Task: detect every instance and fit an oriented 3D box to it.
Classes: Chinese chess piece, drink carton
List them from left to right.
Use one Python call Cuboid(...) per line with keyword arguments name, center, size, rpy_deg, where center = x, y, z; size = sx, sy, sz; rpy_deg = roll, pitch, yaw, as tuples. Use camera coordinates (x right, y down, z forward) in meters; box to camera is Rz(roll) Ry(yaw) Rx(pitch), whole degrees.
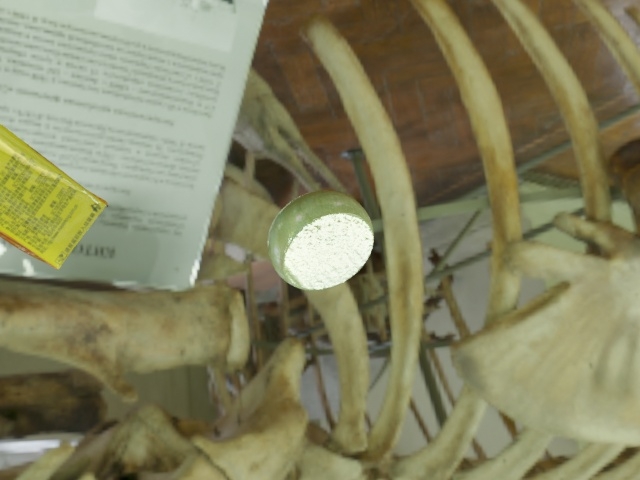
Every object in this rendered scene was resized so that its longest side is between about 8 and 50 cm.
Cuboid(name="drink carton", center=(-0.438, -0.111, 1.124), size=(0.155, 0.111, 0.351), rpy_deg=(19, 162, 49))
Cuboid(name="Chinese chess piece", center=(0.000, 0.000, 1.262), size=(0.144, 0.058, 0.144), rpy_deg=(-14, 131, -17))
